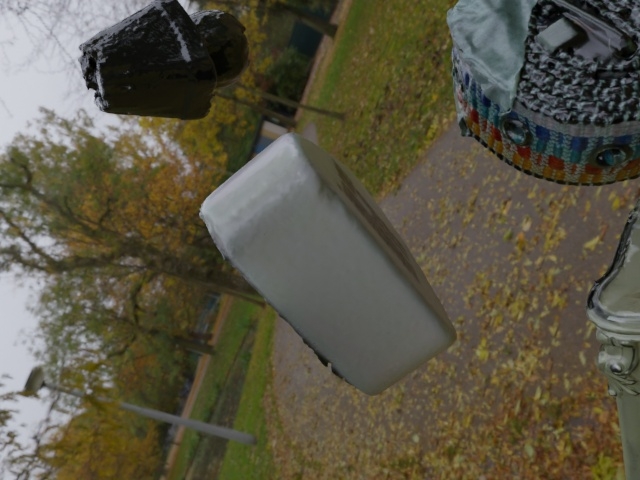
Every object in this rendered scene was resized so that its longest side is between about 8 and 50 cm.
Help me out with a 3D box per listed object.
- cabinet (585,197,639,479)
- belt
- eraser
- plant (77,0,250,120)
[{"bbox_3d":[0.391,0.122,0.445,0.227,0.289,0.318,-46,-52,-34],"label":"cabinet"},{"bbox_3d":[0.254,-0.179,0.628,0.207,0.257,0.150,-40,-30,-8],"label":"belt"},{"bbox_3d":[0.000,0.000,0.750,0.150,0.331,0.331,-38,17,14],"label":"eraser"},{"bbox_3d":[-0.231,-0.274,0.920,0.165,0.255,0.142,62,155,14],"label":"plant"}]
